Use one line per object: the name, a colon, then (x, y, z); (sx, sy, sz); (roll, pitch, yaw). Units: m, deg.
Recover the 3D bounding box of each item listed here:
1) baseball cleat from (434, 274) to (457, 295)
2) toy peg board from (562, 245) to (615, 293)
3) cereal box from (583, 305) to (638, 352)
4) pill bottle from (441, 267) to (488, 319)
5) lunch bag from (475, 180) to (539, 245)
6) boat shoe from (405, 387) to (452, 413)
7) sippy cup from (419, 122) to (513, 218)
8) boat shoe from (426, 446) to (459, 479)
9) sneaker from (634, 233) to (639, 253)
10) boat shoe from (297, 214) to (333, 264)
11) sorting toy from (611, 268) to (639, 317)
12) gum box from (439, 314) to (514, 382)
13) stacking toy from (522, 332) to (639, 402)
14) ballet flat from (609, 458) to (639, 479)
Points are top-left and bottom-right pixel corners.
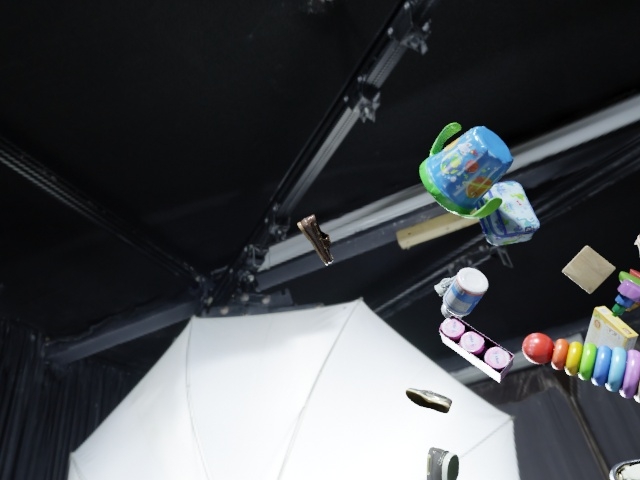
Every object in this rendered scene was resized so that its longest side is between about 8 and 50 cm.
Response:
baseball cleat: (0.570, 0.203, 2.146); (0.109, 0.072, 0.206); (-34, -3, -18)
toy peg board: (1.239, 0.133, 2.298); (0.160, 0.161, 0.079); (-51, -7, 11)
cereal box: (1.043, 0.385, 1.790); (0.048, 0.173, 0.240); (-9, -59, -8)
pill bottle: (0.560, 0.220, 1.949); (0.124, 0.124, 0.221); (0, -40, -14)
lunch bag: (0.636, -0.095, 1.708); (0.176, 0.218, 0.090); (-7, -28, -4)
boat shoe: (0.345, 0.504, 1.571); (0.152, 0.049, 0.056); (15, -56, 35)
sippy cup: (0.479, -0.236, 1.585); (0.224, 0.305, 0.240); (-46, -7, 39)
boat shoe: (0.293, 0.624, 1.214); (0.069, 0.227, 0.081); (7, 4, 43)
sneaker: (1.401, 0.087, 1.983); (0.126, 0.321, 0.127); (-2, -39, -15)
boat shoe: (0.000, 0.000, 1.746); (0.073, 0.073, 0.207); (-32, -57, 3)
sorting toy: (0.932, 0.175, 1.478); (0.366, 0.127, 0.126); (-2, -56, -50)
gum box: (0.399, 0.275, 1.275); (0.062, 0.188, 0.107); (-50, -31, -9)
stacking toy: (0.747, 0.345, 1.398); (0.331, 0.141, 0.141); (11, -28, 27)
ballet flat: (0.627, 0.417, 0.883); (0.203, 0.074, 0.074); (-23, -37, 31)
